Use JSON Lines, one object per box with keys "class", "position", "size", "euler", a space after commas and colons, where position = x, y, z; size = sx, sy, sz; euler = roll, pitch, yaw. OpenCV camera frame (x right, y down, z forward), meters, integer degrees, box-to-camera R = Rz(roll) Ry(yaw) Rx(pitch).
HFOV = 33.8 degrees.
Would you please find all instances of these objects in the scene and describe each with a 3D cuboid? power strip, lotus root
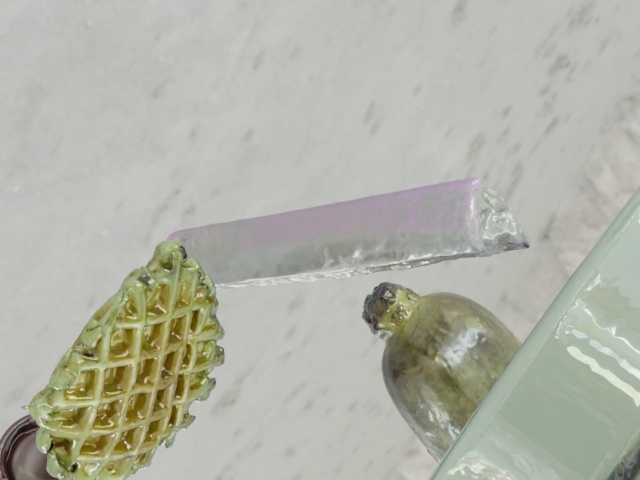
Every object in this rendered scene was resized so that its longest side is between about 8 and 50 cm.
{"class": "power strip", "position": [0.212, 0.118, 0.722], "size": [0.357, 0.161, 0.357], "euler": [-49, 165, -18]}
{"class": "lotus root", "position": [0.160, 0.169, 1.179], "size": [0.173, 0.309, 0.173], "euler": [-33, -160, 14]}

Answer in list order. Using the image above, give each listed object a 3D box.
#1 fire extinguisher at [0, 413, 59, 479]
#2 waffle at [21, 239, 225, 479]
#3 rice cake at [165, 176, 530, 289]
{"class": "fire extinguisher", "position": [-0.344, 0.275, 1.217], "size": [0.344, 0.138, 0.102], "euler": [131, -26, -63]}
{"class": "waffle", "position": [-0.158, 0.116, 0.903], "size": [0.214, 0.054, 0.208], "euler": [-50, 148, -23]}
{"class": "rice cake", "position": [-0.001, 0.000, 0.987], "size": [0.064, 0.399, 0.070], "euler": [7, 77, -54]}
